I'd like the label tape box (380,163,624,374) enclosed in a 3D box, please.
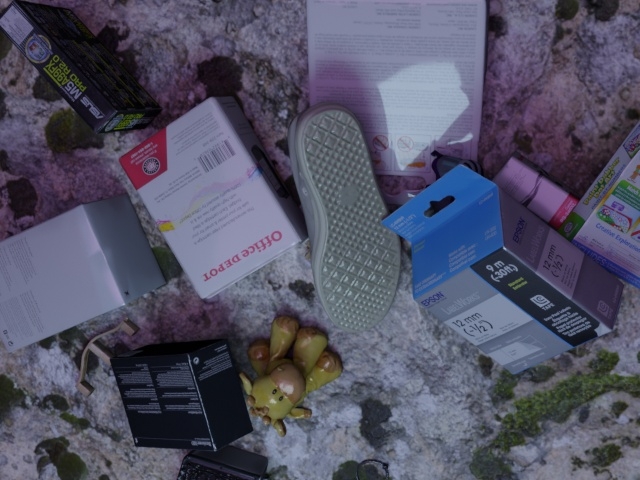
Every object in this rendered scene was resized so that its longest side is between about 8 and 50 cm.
[{"bbox_3d":[0.281,0.055,1.650,0.347,0.115,0.249,35,144,-13],"label":"label tape box"}]

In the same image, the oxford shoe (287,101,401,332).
[{"bbox_3d":[0.039,-0.043,1.783,0.169,0.130,0.449,-19,115,-11],"label":"oxford shoe"}]

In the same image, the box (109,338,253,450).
[{"bbox_3d":[-0.264,0.289,1.870,0.261,0.103,0.184,-9,96,46],"label":"box"}]

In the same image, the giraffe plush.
[{"bbox_3d":[-0.075,0.263,1.844,0.181,0.170,0.210,27,104,7],"label":"giraffe plush"}]

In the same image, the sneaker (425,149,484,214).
[{"bbox_3d":[0.230,-0.051,1.774,0.098,0.083,0.224,28,126,38],"label":"sneaker"}]

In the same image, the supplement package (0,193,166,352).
[{"bbox_3d":[-0.475,0.058,1.891,0.262,0.198,0.199,-22,93,16],"label":"supplement package"}]

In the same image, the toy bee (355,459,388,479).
[{"bbox_3d":[0.164,0.568,1.843,0.298,0.162,0.195,24,105,8],"label":"toy bee"}]

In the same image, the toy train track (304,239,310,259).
[{"bbox_3d":[0.000,0.000,1.863,0.048,0.014,0.083,38,98,-29],"label":"toy train track"}]

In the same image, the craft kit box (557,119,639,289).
[{"bbox_3d":[0.557,-0.046,1.649,0.250,0.061,0.246,28,109,-23],"label":"craft kit box"}]

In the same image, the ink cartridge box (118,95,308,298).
[{"bbox_3d":[-0.189,-0.081,1.837,0.226,0.131,0.306,-30,93,15],"label":"ink cartridge box"}]

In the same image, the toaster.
[{"bbox_3d":[-0.201,0.494,1.942,0.185,0.110,0.168,14,101,10],"label":"toaster"}]

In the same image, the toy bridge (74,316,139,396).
[{"bbox_3d":[-0.436,0.223,1.997,0.063,0.026,0.188,39,105,6],"label":"toy bridge"}]

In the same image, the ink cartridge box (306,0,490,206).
[{"bbox_3d":[0.137,-0.255,1.776,0.308,0.091,0.385,4,117,12],"label":"ink cartridge box"}]

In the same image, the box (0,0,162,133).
[{"bbox_3d":[-0.432,-0.313,1.812,0.060,0.216,0.270,-43,88,14],"label":"box"}]

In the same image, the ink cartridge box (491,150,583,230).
[{"bbox_3d":[0.373,-0.085,1.713,0.150,0.109,0.063,35,106,5],"label":"ink cartridge box"}]
